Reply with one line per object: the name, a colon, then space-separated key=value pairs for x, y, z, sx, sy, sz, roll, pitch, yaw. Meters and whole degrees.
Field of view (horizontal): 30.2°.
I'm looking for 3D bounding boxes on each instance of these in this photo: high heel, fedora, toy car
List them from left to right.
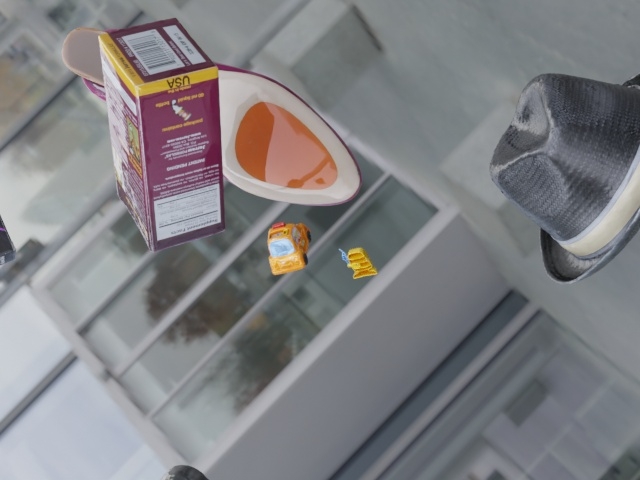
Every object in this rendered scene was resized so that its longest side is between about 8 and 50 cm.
high heel: x=-0.113 y=-0.149 z=1.394 sx=0.377 sy=0.127 sz=0.181 roll=31 pitch=-175 yaw=6
toy car: x=0.000 y=0.000 z=1.082 sx=0.122 sy=0.060 sz=0.040 roll=-1 pitch=134 yaw=33
fedora: x=0.305 y=-0.107 z=1.460 sx=0.153 sy=0.334 sz=0.334 roll=25 pitch=178 yaw=-7

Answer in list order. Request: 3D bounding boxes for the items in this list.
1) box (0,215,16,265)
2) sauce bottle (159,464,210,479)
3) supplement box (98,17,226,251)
box: x=-0.312 y=-0.011 z=0.835 sx=0.116 sy=0.162 sz=0.029 roll=64 pitch=160 yaw=13
sauce bottle: x=-0.230 y=0.380 z=1.323 sx=0.111 sy=0.111 sz=0.344 roll=45 pitch=-143 yaw=-4
supplement box: x=-0.147 y=-0.098 z=1.121 sx=0.104 sy=0.081 sz=0.188 roll=52 pitch=151 yaw=43
